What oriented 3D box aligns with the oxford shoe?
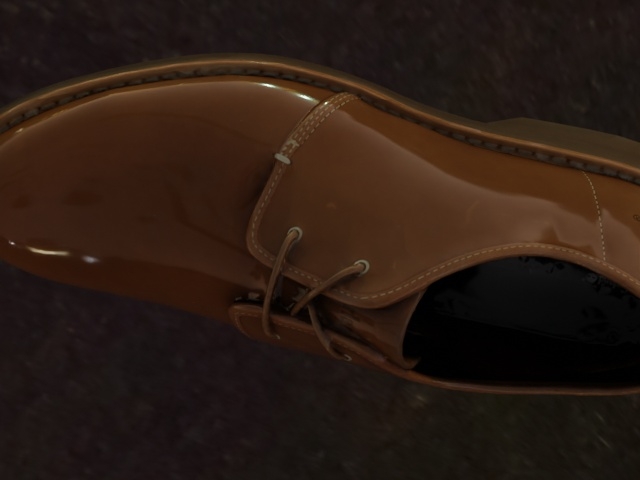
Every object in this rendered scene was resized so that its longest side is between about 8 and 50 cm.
[{"bbox_3d":[0.000,0.000,0.445,0.212,0.076,0.076,6,122,6],"label":"oxford shoe"}]
